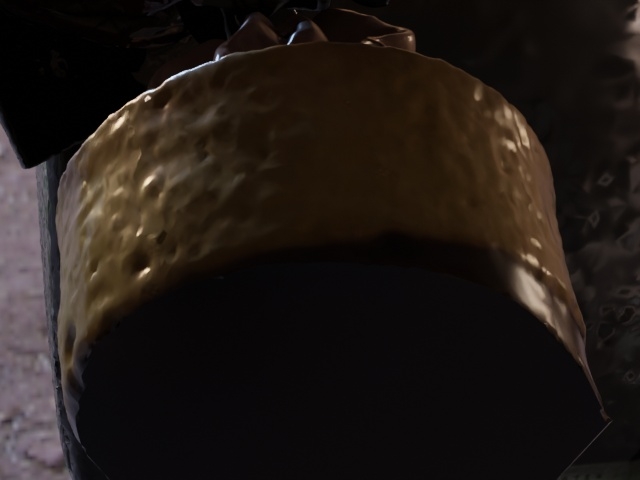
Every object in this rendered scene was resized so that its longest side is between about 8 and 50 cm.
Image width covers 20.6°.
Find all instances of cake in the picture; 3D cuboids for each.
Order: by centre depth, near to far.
[{"bbox_3d":[0.000,0.000,0.660,0.185,0.208,0.178,-27,39,26],"label":"cake"}]

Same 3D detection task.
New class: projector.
[{"bbox_3d":[0.025,-0.066,1.070,0.395,0.405,0.242,-3,23,-8],"label":"projector"}]

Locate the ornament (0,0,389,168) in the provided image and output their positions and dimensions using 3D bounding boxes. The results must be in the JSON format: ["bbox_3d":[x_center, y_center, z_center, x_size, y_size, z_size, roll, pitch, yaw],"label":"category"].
[{"bbox_3d":[-0.039,-0.129,0.677,0.166,0.153,0.196,-31,19,-28],"label":"ornament"}]
